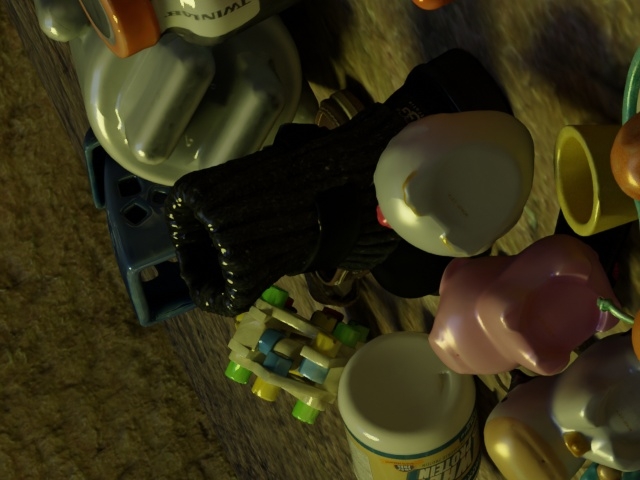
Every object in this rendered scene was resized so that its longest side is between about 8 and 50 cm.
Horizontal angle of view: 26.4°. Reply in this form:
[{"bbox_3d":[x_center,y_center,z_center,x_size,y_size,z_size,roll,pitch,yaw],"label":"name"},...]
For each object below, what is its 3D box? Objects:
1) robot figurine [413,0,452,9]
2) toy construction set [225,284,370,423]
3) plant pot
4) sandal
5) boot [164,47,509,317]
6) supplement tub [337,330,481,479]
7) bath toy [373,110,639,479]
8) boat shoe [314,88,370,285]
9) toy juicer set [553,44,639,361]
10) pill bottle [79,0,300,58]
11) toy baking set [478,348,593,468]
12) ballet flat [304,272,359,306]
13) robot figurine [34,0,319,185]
[{"bbox_3d":[0.035,-0.245,0.809,0.219,0.128,0.158,58,162,-2],"label":"robot figurine"},{"bbox_3d":[0.013,0.156,1.634,0.215,0.151,0.328,28,170,41],"label":"toy construction set"},{"bbox_3d":[-0.165,-0.054,1.702,0.212,0.236,0.236,63,167,17],"label":"plant pot"},{"bbox_3d":[0.192,0.015,0.998,0.067,0.040,0.179,33,143,16],"label":"sandal"},{"bbox_3d":[0.006,-0.006,1.130,0.131,0.260,0.348,54,164,22],"label":"boot"},{"bbox_3d":[0.100,0.207,1.476,0.144,0.144,0.199,49,163,36],"label":"supplement tub"},{"bbox_3d":[0.145,0.057,0.952,0.348,0.151,0.129,55,-176,-18],"label":"bath toy"},{"bbox_3d":[0.019,-0.037,1.361,0.095,0.095,0.257,49,162,36],"label":"boat shoe"},{"bbox_3d":[0.202,-0.011,0.694,0.329,0.090,0.209,115,144,-71],"label":"toy juicer set"},{"bbox_3d":[-0.050,-0.216,0.929,0.130,0.246,0.130,53,165,21],"label":"pill bottle"},{"bbox_3d":[0.195,0.115,1.213,0.196,0.030,0.256,58,166,18],"label":"toy baking set"},{"bbox_3d":[0.000,0.000,1.581,0.067,0.073,0.206,25,153,43],"label":"ballet flat"},{"bbox_3d":[-0.136,-0.186,1.311,0.300,0.199,0.353,24,-158,-29],"label":"robot figurine"}]
